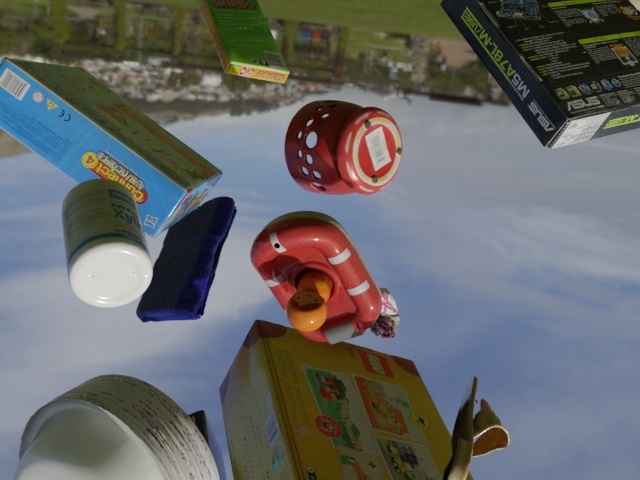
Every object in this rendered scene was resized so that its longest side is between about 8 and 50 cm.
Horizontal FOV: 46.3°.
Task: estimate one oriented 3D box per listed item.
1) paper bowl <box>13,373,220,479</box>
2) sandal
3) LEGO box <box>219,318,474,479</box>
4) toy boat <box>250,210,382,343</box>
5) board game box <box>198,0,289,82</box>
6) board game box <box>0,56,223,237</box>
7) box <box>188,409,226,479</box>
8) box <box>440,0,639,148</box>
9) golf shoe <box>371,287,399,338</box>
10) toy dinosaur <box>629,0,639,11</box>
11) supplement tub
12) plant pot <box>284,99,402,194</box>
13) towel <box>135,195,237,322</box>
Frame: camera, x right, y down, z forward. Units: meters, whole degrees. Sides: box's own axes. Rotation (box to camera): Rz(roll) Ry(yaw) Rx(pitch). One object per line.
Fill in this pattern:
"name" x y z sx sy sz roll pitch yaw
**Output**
"paper bowl" -0.282 0.330 0.974 0.284 0.284 0.148 14 -160 26
"sandal" 0.241 0.298 1.116 0.079 0.088 0.240 21 -152 9
"LEGO box" 0.052 0.394 1.311 0.372 0.193 0.500 19 -156 -24
"toy boat" -0.013 0.074 1.103 0.151 0.231 0.151 -21 -155 23
"board game box" -0.154 -0.405 1.444 0.124 0.039 0.259 3 -130 -31
"board game box" -0.321 -0.150 1.164 0.308 0.086 0.302 37 -171 -4
"box" -0.346 0.562 1.578 0.294 0.183 0.296 -17 -138 -3
"box" 0.236 -0.180 0.698 0.190 0.045 0.184 -16 -119 -28
"golf shoe" 0.117 0.129 1.608 0.067 0.186 0.086 -3 -131 28
"toy dinosaur" 0.401 -0.342 1.053 0.295 0.127 0.200 15 -156 -43
"supplement tub" -0.190 0.001 0.659 0.071 0.071 0.107 0 -143 -24
"plant pot" 0.050 -0.180 1.477 0.191 0.191 0.174 -5 -167 -39
"towel" -0.312 0.051 1.775 0.227 0.308 0.076 -10 144 46
